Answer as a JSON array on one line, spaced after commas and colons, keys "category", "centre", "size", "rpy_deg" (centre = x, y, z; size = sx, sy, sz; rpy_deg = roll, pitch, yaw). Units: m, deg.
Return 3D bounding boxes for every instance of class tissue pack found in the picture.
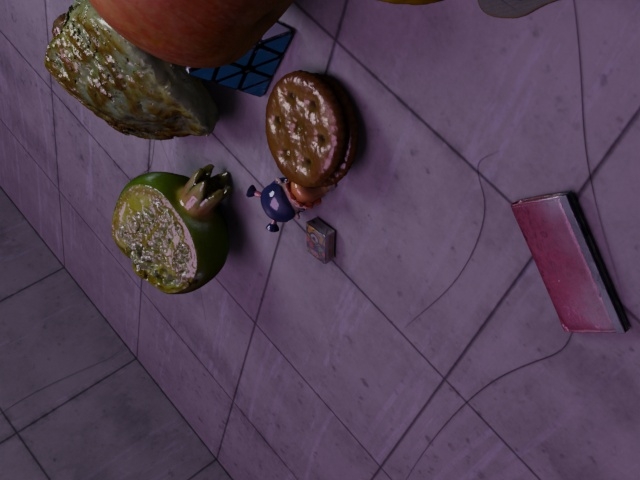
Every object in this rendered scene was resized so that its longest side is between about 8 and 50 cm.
[{"category": "tissue pack", "centre": [0.000, 0.000, 1.777], "size": [0.063, 0.035, 0.083], "rpy_deg": [37, 145, 31]}]

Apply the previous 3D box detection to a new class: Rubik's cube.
[{"category": "Rubik's cube", "centre": [-0.196, -0.369, 1.598], "size": [0.190, 0.178, 0.211], "rpy_deg": [53, 148, 14]}]

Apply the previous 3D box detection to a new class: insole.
[{"category": "insole", "centre": [0.277, -0.332, 1.113], "size": [0.188, 0.004, 0.064], "rpy_deg": [0, 118, 55]}]

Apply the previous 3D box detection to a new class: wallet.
[{"category": "wallet", "centre": [0.375, 0.038, 1.281], "size": [0.119, 0.025, 0.232], "rpy_deg": [-9, 109, 57]}]

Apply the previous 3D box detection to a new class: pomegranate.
[{"category": "pomegranate", "centre": [-0.327, -0.050, 2.059], "size": [0.358, 0.216, 0.310], "rpy_deg": [-43, 79, 28]}]

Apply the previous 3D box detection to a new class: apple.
[{"category": "apple", "centre": [-0.197, -0.464, 1.329], "size": [0.346, 0.391, 0.391], "rpy_deg": [40, 151, -9]}]

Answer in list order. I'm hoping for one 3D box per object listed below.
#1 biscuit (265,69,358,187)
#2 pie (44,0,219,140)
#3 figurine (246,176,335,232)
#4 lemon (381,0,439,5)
[{"category": "biscuit", "centre": [-0.020, -0.205, 1.561], "size": [0.220, 0.066, 0.220], "rpy_deg": [17, 113, 46]}, {"category": "pie", "centre": [-0.395, -0.349, 1.795], "size": [0.395, 0.180, 0.418], "rpy_deg": [43, 162, -28]}, {"category": "figurine", "centre": [-0.064, -0.096, 1.718], "size": [0.111, 0.102, 0.195], "rpy_deg": [60, 150, -1]}, {"category": "lemon", "centre": [0.102, -0.437, 0.961], "size": [0.364, 0.364, 0.364], "rpy_deg": [35, 143, 33]}]
